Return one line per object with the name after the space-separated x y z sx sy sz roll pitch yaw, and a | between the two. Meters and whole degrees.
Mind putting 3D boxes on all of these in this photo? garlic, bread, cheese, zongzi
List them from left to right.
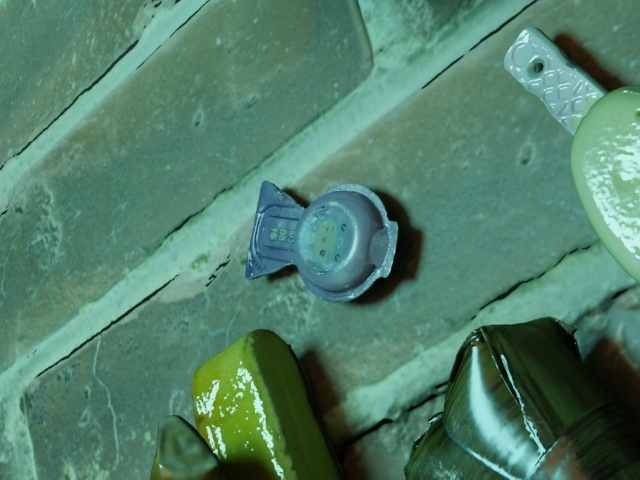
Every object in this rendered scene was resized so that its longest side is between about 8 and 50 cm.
-0.124 0.277 1.157 0.318 0.112 0.143 108 146 -41 | garlic
-0.036 0.194 1.161 0.094 0.102 0.245 -39 56 27 | bread
0.000 0.000 1.206 0.191 0.042 0.105 6 84 49 | cheese
0.145 0.205 0.962 0.221 0.112 0.242 51 125 39 | zongzi
0.213 -0.079 0.990 0.127 0.050 0.255 -55 47 23 | cheese
